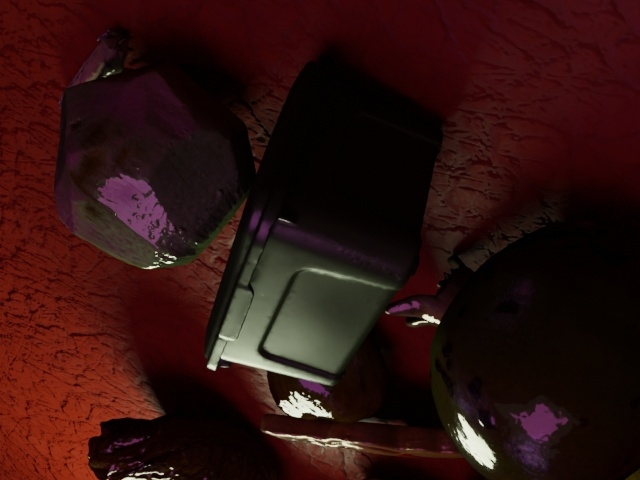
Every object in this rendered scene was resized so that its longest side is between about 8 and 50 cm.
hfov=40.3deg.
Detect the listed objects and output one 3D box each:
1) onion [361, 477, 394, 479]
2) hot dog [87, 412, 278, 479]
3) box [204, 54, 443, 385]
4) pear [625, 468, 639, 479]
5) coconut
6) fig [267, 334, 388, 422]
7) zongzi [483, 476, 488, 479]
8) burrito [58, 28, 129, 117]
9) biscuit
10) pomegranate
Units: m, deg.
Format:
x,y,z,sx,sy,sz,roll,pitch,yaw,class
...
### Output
x,y,z,sx,sy,sz,roll,pitch,yaw,class
0.119,0.524,1.444,0.256,0.272,0.230,55,144,-10,onion
-0.248,0.415,1.610,0.267,0.174,0.387,-13,141,37,hot dog
0.000,0.000,0.943,0.178,0.252,0.328,20,143,-2,box
0.450,0.320,1.080,0.180,0.166,0.216,19,155,-10,pear
-0.195,-0.093,0.982,0.236,0.204,0.235,10,124,15,coconut
0.000,0.136,1.190,0.170,0.145,0.274,6,123,26,fig
0.293,0.362,1.321,0.083,0.067,0.073,9,129,-3,zongzi
-0.275,-0.196,1.064,0.185,0.041,0.045,-30,71,49,burrito
0.077,0.294,1.300,0.334,0.047,0.202,-3,165,34,biscuit
0.231,0.093,0.904,0.323,0.291,0.290,54,152,29,pomegranate
